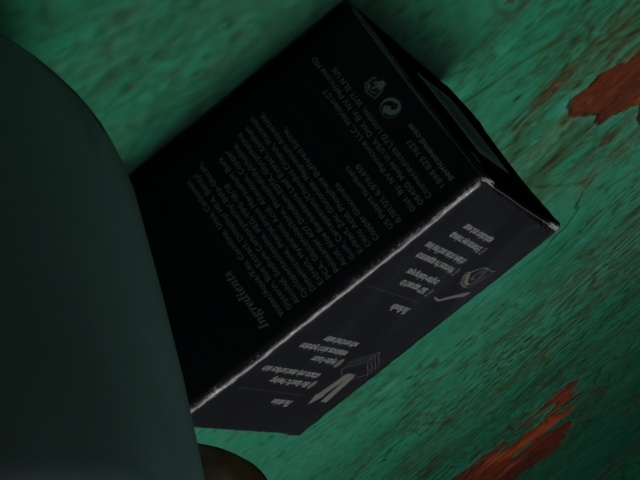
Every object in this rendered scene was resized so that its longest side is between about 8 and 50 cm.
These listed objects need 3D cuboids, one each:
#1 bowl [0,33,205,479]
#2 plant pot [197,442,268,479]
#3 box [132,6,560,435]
[{"bbox_3d":[-0.148,0.105,0.483,0.311,0.163,0.312,-25,142,-21],"label":"bowl"},{"bbox_3d":[-0.129,0.180,0.917,0.236,0.032,0.236,-29,-155,15],"label":"plant pot"},{"bbox_3d":[0.000,0.000,0.768,0.158,0.093,0.156,-39,163,9],"label":"box"}]
